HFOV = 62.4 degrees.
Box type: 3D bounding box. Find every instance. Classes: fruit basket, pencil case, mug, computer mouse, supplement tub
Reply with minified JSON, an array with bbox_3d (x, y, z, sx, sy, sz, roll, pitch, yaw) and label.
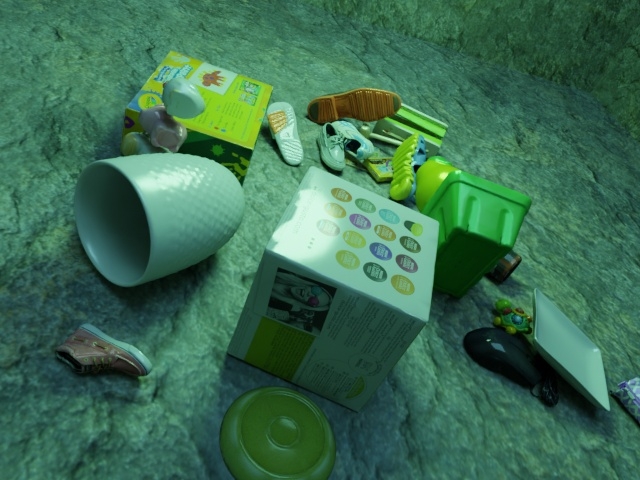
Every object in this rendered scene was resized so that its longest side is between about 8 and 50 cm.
[{"bbox_3d":[0.399,-0.073,1.546,0.282,0.392,0.392,20,39,-4],"label":"fruit basket"},{"bbox_3d":[0.879,0.460,1.399,0.088,0.086,0.206,32,19,-53],"label":"pencil case"},{"bbox_3d":[-0.386,-0.076,1.262,0.373,0.277,0.328,10,20,34],"label":"mug"},{"bbox_3d":[0.521,0.304,1.410,0.272,0.072,0.189,25,39,1],"label":"computer mouse"},{"bbox_3d":[0.538,0.035,1.701,0.198,0.106,0.106,43,42,21],"label":"supplement tub"}]

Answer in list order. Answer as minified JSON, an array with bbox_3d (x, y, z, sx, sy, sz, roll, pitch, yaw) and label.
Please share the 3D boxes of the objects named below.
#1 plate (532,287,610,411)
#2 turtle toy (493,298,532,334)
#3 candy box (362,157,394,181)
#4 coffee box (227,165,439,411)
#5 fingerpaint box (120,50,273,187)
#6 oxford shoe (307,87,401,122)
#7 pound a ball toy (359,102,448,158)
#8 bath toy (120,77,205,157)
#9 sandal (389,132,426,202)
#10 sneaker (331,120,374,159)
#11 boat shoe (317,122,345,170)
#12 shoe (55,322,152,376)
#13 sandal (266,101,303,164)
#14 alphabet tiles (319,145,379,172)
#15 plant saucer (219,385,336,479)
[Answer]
[{"bbox_3d":[0.676,0.299,1.460,0.277,0.045,0.278,44,32,-3],"label":"plate"},{"bbox_3d":[0.551,0.219,1.518,0.095,0.066,0.130,4,24,-30],"label":"turtle toy"},{"bbox_3d":[0.261,-0.266,1.958,0.205,0.027,0.105,-9,55,-38],"label":"candy box"},{"bbox_3d":[0.036,0.104,1.179,0.334,0.338,0.338,24,39,-1],"label":"coffee box"},{"bbox_3d":[-0.373,-0.393,1.682,0.370,0.163,0.445,17,39,-10],"label":"fingerpaint box"},{"bbox_3d":[0.136,-0.536,2.046,0.363,0.130,0.133,2,29,16],"label":"oxford shoe"},{"bbox_3d":[0.321,-0.417,2.117,0.318,0.136,0.208,25,64,1],"label":"pound a ball toy"},{"bbox_3d":[-0.420,-0.289,1.393,0.151,0.348,0.129,25,35,-23],"label":"bath toy"},{"bbox_3d":[0.334,-0.248,1.890,0.138,0.126,0.318,27,57,-21],"label":"sandal"},{"bbox_3d":[0.101,-0.373,1.934,0.086,0.085,0.237,-8,39,-38],"label":"sneaker"},{"bbox_3d":[0.042,-0.340,1.883,0.079,0.081,0.228,4,42,-23],"label":"boat shoe"},{"bbox_3d":[-0.421,0.233,1.023,0.177,0.064,0.081,26,40,11],"label":"shoe"},{"bbox_3d":[-0.130,-0.365,1.855,0.101,0.076,0.266,-7,68,-17],"label":"sandal"},{"bbox_3d":[0.113,-0.335,1.986,0.237,0.009,0.198,18,39,-8],"label":"alphabet tiles"},{"bbox_3d":[-0.076,0.384,1.042,0.240,0.037,0.241,14,39,-12],"label":"plant saucer"}]
